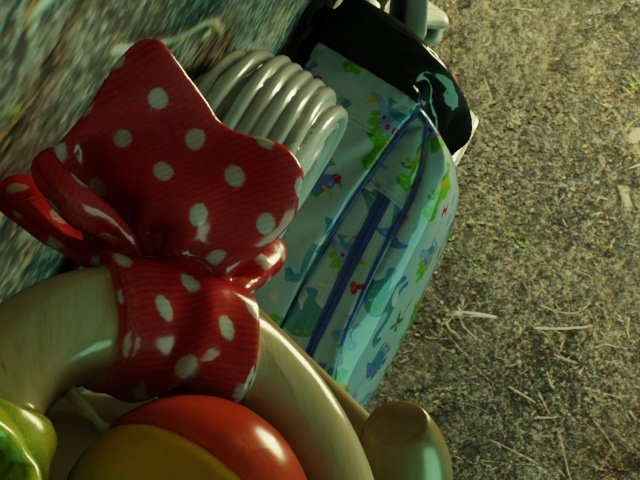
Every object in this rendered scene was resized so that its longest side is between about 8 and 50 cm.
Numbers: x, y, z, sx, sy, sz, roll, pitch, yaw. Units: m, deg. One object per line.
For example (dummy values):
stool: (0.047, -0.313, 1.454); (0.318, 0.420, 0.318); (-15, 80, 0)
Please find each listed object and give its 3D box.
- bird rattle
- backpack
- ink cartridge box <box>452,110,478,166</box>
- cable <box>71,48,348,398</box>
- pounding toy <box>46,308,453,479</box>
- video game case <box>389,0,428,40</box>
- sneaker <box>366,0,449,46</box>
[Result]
bird rattle: (-0.065, 0.067, 0.433); (0.143, 0.207, 0.253); (-39, -178, 32)
backpack: (0.000, 0.000, 1.229); (0.355, 0.273, 0.290); (-46, 170, -5)
ink cartridge box: (0.036, -0.075, 1.620); (0.278, 0.201, 0.117); (-60, 180, 40)
cable: (-0.078, 0.002, 0.817); (0.257, 0.089, 0.257); (-60, 180, 1)
pounding toy: (-0.059, 0.128, 0.593); (0.155, 0.270, 0.154); (-59, 141, -49)
video game case: (0.087, -0.269, 1.277); (0.212, 0.023, 0.193); (115, -20, -86)
sneaker: (0.043, -0.177, 1.434); (0.292, 0.118, 0.110); (-58, -179, -27)
